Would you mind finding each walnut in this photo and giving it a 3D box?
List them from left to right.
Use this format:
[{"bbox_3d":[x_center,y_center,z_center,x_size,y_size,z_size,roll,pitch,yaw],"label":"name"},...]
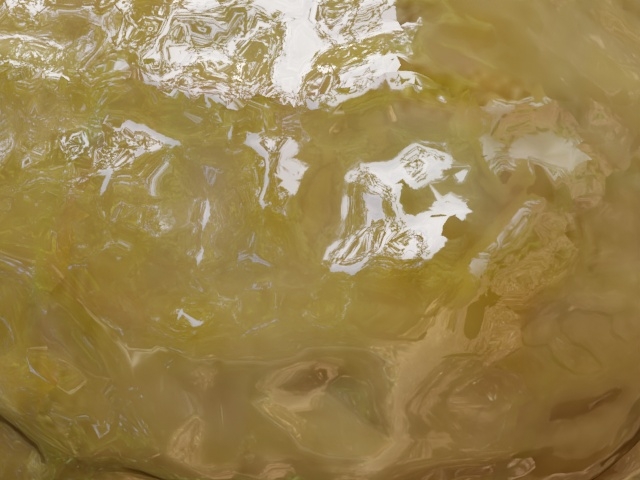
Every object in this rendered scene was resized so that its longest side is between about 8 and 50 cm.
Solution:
[{"bbox_3d":[0.000,0.000,0.469,0.257,0.257,0.224,-64,-19,-5],"label":"walnut"}]
